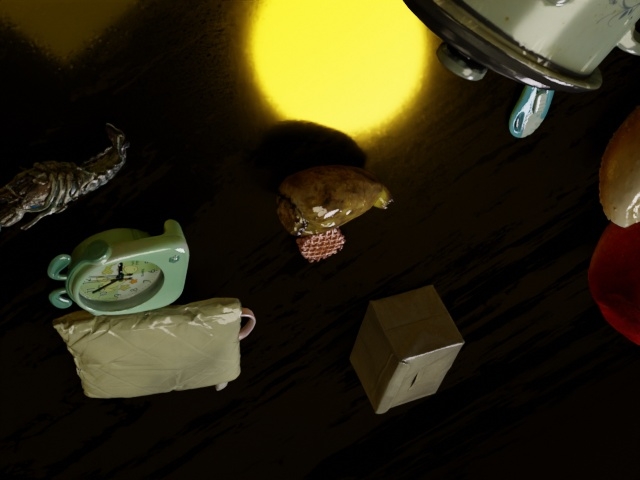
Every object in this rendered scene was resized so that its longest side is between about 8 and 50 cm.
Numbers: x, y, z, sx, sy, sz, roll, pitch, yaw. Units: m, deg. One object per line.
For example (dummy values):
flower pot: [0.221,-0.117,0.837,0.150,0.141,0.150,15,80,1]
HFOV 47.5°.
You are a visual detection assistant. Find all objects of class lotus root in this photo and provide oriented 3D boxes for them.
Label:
lotus root: [0.023,-0.065,1.048,0.190,0.094,0.108,-17,-179,-32]

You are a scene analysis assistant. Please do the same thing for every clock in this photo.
clock: [-0.280,0.041,1.007,0.188,0.060,0.148,-7,144,-27]

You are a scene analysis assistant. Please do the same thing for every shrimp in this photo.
shrimp: [-0.292,-0.062,0.836,0.174,0.082,0.076,-30,144,-8]

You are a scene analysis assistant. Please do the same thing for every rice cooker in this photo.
rice cooker: [0.213,-0.289,0.703,0.316,0.264,0.317,6,122,9]

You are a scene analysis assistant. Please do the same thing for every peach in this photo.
peach: [0.738,0.056,1.475,0.388,0.388,0.388,-18,147,-12]

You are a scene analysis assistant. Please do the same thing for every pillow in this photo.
pillow: [-0.267,0.176,1.188,0.274,0.076,0.281,-5,147,-9]

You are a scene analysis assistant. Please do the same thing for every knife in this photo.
knife: [0.320,-0.230,1.068,0.064,0.031,0.222,-17,146,-8]

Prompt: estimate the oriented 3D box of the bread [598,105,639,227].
bread: [0.591,-0.166,1.221,0.314,0.171,0.192,-38,144,17]

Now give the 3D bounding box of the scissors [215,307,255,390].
scissors: [-0.182,0.205,1.336,0.118,0.030,0.242,-11,142,-18]

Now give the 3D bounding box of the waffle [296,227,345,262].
waffle: [0.000,0.000,1.174,0.075,0.029,0.083,-34,144,7]

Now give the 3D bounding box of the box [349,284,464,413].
box: [0.173,0.229,1.506,0.149,0.155,0.231,-14,145,-19]
